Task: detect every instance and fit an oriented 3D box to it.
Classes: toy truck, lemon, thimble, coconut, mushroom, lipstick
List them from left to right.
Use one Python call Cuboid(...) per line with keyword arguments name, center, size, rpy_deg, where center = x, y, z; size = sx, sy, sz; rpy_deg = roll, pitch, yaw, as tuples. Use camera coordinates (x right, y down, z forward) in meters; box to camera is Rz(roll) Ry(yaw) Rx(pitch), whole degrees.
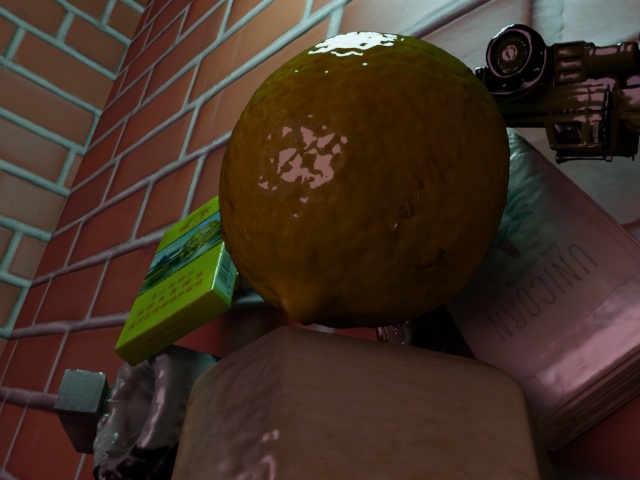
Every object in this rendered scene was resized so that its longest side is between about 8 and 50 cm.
Cuboid(name="lipstick", center=(-0.408, 0.312, 0.963), size=(0.317, 0.066, 0.068), rpy_deg=(116, 162, -54))
Cuboid(name="thimble", center=(-0.236, 0.269, 0.825), size=(0.237, 0.150, 0.237), rpy_deg=(-33, 42, 36))
Cuboid(name="lemon", center=(0.038, -0.051, 0.481), size=(0.267, 0.267, 0.267), rpy_deg=(-31, 45, 37))
Cuboid(name="coconut", center=(0.033, 0.214, 0.405), size=(0.323, 0.323, 0.322), rpy_deg=(-31, 45, 37))
Cuboid(name="mushroom", center=(0.094, 0.088, 0.589), size=(0.123, 0.052, 0.123), rpy_deg=(180, 90, -72))
Cuboid(name="toy truck", center=(0.267, -0.122, 0.458), size=(0.257, 0.127, 0.127), rpy_deg=(14, 105, 43))

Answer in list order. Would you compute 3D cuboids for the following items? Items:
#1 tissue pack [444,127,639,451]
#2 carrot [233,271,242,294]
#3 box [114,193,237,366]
Cuboid(name="tissue pack", center=(0.185, 0.010, 0.530), size=(0.170, 0.071, 0.325), rpy_deg=(-45, 38, 20))
Cuboid(name="carrot", center=(-0.155, 0.017, 0.995), size=(0.037, 0.037, 0.190), rpy_deg=(-31, 48, 37))
Cuboid(name="box", center=(-0.206, 0.035, 0.882), size=(0.187, 0.047, 0.335), rpy_deg=(-32, 26, 17))
